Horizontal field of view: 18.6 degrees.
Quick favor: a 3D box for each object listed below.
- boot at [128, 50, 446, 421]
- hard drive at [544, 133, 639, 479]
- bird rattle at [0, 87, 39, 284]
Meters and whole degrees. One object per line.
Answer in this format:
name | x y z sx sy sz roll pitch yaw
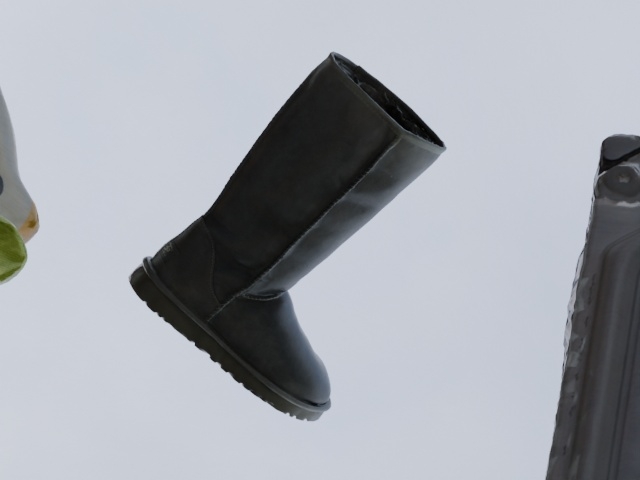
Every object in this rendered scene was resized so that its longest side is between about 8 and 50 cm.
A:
boot | 0.001 0.002 1.289 0.208 0.076 0.189 -46 -58 7
hard drive | 0.159 0.123 0.454 0.237 0.064 0.339 8 -130 11
bird rattle | -0.206 -0.056 0.738 0.143 0.207 0.253 -38 -103 27
